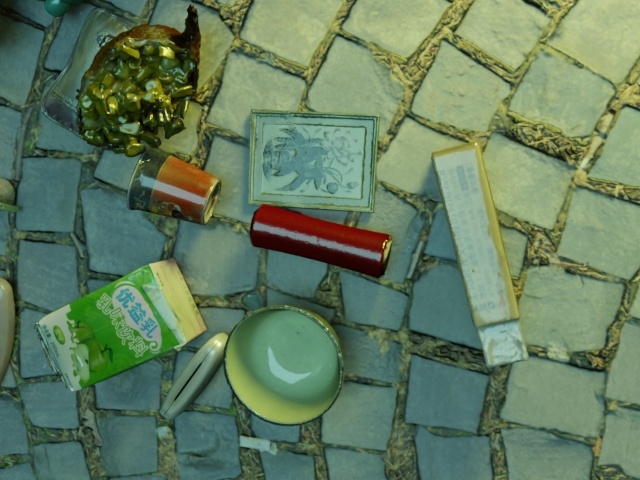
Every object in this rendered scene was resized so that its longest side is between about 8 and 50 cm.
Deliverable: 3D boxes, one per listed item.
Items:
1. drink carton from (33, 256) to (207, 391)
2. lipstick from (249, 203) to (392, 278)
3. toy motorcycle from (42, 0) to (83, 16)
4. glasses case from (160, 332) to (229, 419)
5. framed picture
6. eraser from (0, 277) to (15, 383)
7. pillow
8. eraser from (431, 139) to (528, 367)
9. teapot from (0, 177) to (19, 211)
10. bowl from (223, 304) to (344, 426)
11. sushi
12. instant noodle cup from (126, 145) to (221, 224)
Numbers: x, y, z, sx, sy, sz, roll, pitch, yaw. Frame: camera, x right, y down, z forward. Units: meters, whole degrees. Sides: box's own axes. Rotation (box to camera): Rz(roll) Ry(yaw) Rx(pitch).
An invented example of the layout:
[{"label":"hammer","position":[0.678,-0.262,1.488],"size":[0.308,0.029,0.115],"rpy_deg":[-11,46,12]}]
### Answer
[{"label":"drink carton","position":[-0.364,0.160,1.297],"size":[0.271,0.108,0.161],"rpy_deg":[-25,90,15]},{"label":"lipstick","position":[0.000,0.000,1.209],"size":[0.241,0.080,0.080],"rpy_deg":[13,99,11]},{"label":"toy motorcycle","position":[-0.453,-0.502,1.237],"size":[0.296,0.109,0.198],"rpy_deg":[-10,90,23]},{"label":"glasses case","position":[-0.227,0.248,1.293],"size":[0.049,0.074,0.193],"rpy_deg":[38,103,10]},{"label":"framed picture","position":[-0.015,-0.139,1.230],"size":[0.231,0.010,0.173],"rpy_deg":[3,98,13]},{"label":"eraser","position":[-0.688,0.175,1.398],"size":[0.204,0.059,0.243],"rpy_deg":[38,108,6]},{"label":"pillow","position":[-0.413,-0.300,1.290],"size":[0.130,0.038,0.233],"rpy_deg":[34,101,2]},{"label":"eraser","position":[0.252,0.017,1.119],"size":[0.078,0.144,0.344],"rpy_deg":[-14,94,13]},{"label":"teapot","position":[-0.620,-0.082,1.351],"size":[0.083,0.064,0.064],"rpy_deg":[37,104,7]},{"label":"bowl","position":[-0.051,0.205,1.228],"size":[0.211,0.112,0.212],"rpy_deg":[1,96,13]},{"label":"sushi","position":[-0.302,-0.265,1.199],"size":[0.296,0.179,0.167],"rpy_deg":[-26,123,7]},{"label":"instant noodle cup","position":[-0.253,-0.089,1.242],"size":[0.135,0.127,0.127],"rpy_deg":[20,101,1]}]
